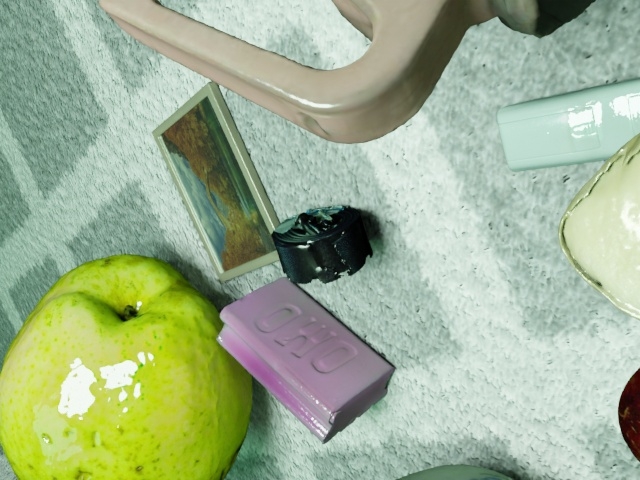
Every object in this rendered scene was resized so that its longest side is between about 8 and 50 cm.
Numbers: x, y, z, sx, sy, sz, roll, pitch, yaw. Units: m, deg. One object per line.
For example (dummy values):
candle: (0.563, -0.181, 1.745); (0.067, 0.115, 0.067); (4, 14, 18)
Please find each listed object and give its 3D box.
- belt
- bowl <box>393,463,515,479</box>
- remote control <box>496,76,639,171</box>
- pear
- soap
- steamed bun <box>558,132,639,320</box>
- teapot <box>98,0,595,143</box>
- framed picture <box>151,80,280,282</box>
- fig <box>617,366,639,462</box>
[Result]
belt: (0.000, 0.000, 0.785); (0.140, 0.105, 0.058); (-150, 41, -68)
bowl: (0.186, 0.348, 0.732); (0.289, 0.146, 0.290); (32, 134, 41)
remote control: (0.217, -0.091, 0.561); (0.162, 0.029, 0.061); (-4, 109, 48)
pear: (-0.281, 0.206, 1.024); (0.391, 0.391, 0.392); (25, 127, 38)
soap: (-0.021, 0.142, 0.877); (0.203, 0.122, 0.066); (38, 135, 27)
steamed bun: (0.295, 0.002, 0.465); (0.213, 0.110, 0.231); (62, 147, 15)
teapot: (0.027, -0.259, 0.445); (0.361, 0.376, 0.305); (27, 171, 27)
framed picture: (-0.142, -0.072, 0.978); (0.184, 0.016, 0.250); (-20, 94, 50)
fig: (0.306, 0.154, 0.537); (0.154, 0.103, 0.109); (40, 158, 38)
